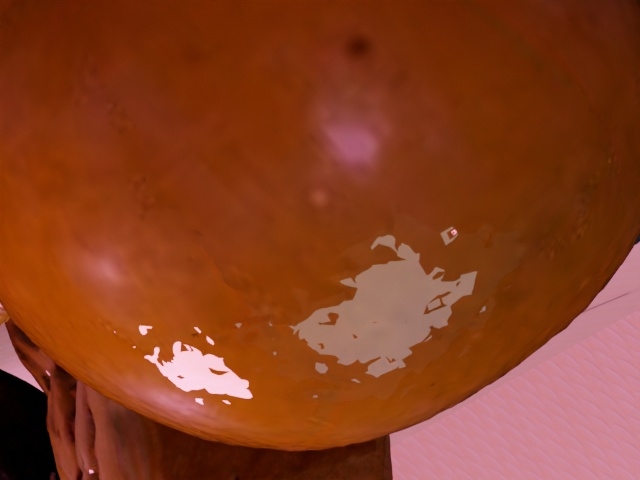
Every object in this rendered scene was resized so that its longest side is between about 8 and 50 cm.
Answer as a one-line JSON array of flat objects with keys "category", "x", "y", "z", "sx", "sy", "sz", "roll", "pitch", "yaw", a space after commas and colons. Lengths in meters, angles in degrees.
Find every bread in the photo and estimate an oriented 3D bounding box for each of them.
[{"category": "bread", "x": -0.092, "y": 0.083, "z": 1.315, "sx": 0.167, "sy": 0.324, "sz": 0.277, "roll": -6, "pitch": -179, "yaw": 43}]

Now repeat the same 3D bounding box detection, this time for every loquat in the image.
[{"category": "loquat", "x": -0.022, "y": -0.077, "z": 0.819, "sx": 0.328, "sy": 0.328, "sz": 0.359, "roll": -27, "pitch": 122, "yaw": 6}]

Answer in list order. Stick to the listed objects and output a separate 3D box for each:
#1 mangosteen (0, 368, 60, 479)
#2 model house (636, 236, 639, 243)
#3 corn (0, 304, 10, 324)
[{"category": "mangosteen", "x": -0.350, "y": 0.239, "z": 1.353, "sx": 0.382, "sy": 0.382, "sz": 0.435, "roll": -33, "pitch": 130, "yaw": 28}, {"category": "model house", "x": 0.230, "y": -0.058, "z": 1.111, "sx": 0.267, "sy": 0.194, "sz": 0.325, "roll": -42, "pitch": 134, "yaw": -16}, {"category": "corn", "x": -0.194, "y": -0.013, "z": 1.144, "sx": 0.097, "sy": 0.097, "sz": 0.261, "roll": -12, "pitch": 160, "yaw": -43}]
